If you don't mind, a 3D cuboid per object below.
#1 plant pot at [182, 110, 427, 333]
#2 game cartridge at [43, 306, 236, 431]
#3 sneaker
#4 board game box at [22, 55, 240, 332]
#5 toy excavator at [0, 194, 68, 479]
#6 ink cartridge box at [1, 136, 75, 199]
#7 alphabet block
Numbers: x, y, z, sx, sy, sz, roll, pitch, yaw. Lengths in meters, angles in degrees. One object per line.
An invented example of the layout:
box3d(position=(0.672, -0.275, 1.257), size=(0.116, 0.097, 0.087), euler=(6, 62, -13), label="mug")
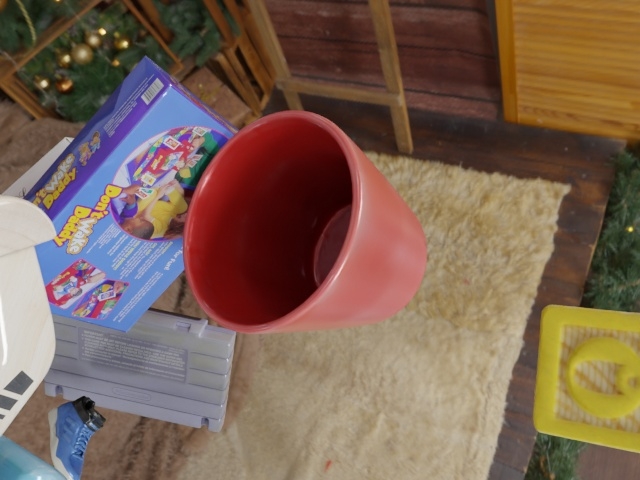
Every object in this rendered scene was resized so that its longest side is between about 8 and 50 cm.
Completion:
box3d(position=(0.000, 0.000, 0.773), size=(0.275, 0.243, 0.275), euler=(-11, 71, 34), label="plant pot")
box3d(position=(-0.343, 0.226, 1.108), size=(0.355, 0.230, 0.068), euler=(12, 23, 1), label="game cartridge")
box3d(position=(-0.410, 0.335, 1.007), size=(0.084, 0.058, 0.152), euler=(-27, 45, -8), label="sneaker")
box3d(position=(-0.254, -0.041, 0.805), size=(0.347, 0.233, 0.078), euler=(-46, 56, 7), label="board game box")
box3d(position=(-0.375, 0.231, 0.614), size=(0.222, 0.433, 0.445), euler=(8, 49, 33), label="toy excavator")
box3d(position=(-0.469, -0.036, 0.891), size=(0.296, 0.066, 0.261), euler=(-42, 11, 2), label="ink cartridge box")
box3d(position=(0.449, 0.206, 0.907), size=(0.192, 0.197, 0.194), euler=(1, 82, 32), label="alphabet block")
